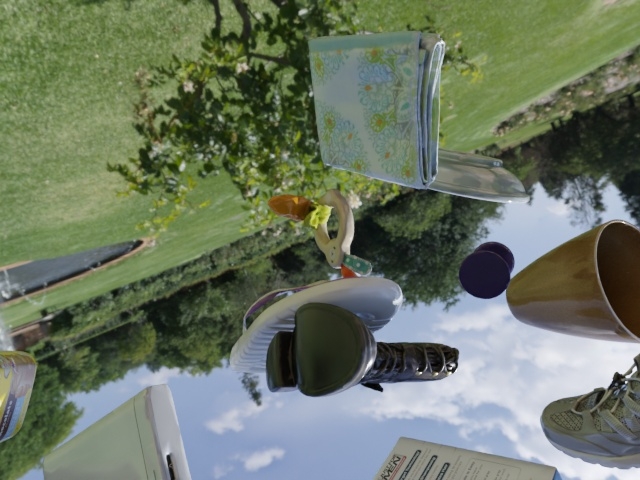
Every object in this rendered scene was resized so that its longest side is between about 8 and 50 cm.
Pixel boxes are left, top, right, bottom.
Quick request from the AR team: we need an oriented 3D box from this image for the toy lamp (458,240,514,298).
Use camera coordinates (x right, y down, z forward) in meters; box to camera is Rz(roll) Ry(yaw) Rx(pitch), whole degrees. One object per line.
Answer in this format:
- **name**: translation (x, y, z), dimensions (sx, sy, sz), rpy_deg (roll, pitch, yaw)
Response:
- **toy lamp**: translation (0.289, 0.043, 0.733), dimensions (0.080, 0.080, 0.274), rpy_deg (-21, 172, 25)

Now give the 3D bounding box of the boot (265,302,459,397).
- **boot**: translation (0.070, 0.137, 0.511), dimensions (0.228, 0.091, 0.263), rpy_deg (7, 159, -21)

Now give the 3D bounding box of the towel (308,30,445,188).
- **towel**: translation (0.113, -0.305, 0.992), dimensions (0.090, 0.321, 0.374), rpy_deg (-23, -148, -33)

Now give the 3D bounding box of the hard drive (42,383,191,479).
- **hard drive**: translation (-0.327, 0.403, 0.669), dimensions (0.353, 0.233, 0.047), rpy_deg (-36, 154, 28)

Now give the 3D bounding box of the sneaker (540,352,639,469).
- **sneaker**: translation (0.374, 0.175, 0.486), dimensions (0.105, 0.115, 0.281), rpy_deg (-36, 179, -44)

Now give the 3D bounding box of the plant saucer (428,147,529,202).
- **plant saucer**: translation (0.406, -0.204, 1.244), dimensions (0.400, 0.101, 0.400), rpy_deg (8, -164, -2)

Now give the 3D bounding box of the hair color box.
- **hair color box**: translation (0.262, 0.496, 0.806), dimensions (0.347, 0.105, 0.174), rpy_deg (-16, -165, 49)

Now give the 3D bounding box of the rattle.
- **rattle**: translation (0.000, 0.000, 0.815), dimensions (0.142, 0.200, 0.130), rpy_deg (8, 154, -45)

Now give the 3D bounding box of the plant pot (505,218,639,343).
- **plant pot**: translation (0.537, 0.105, 0.907), dimensions (0.237, 0.237, 0.254), rpy_deg (-22, 175, -30)

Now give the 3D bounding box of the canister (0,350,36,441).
- **canister**: translation (-0.415, 0.192, 0.508), dimensions (0.073, 0.126, 0.170), rpy_deg (8, 165, -11)

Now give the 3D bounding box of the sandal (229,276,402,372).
- **sandal**: translation (-0.045, 0.122, 0.676), dimensions (0.169, 0.102, 0.416), rpy_deg (13, 146, -31)
